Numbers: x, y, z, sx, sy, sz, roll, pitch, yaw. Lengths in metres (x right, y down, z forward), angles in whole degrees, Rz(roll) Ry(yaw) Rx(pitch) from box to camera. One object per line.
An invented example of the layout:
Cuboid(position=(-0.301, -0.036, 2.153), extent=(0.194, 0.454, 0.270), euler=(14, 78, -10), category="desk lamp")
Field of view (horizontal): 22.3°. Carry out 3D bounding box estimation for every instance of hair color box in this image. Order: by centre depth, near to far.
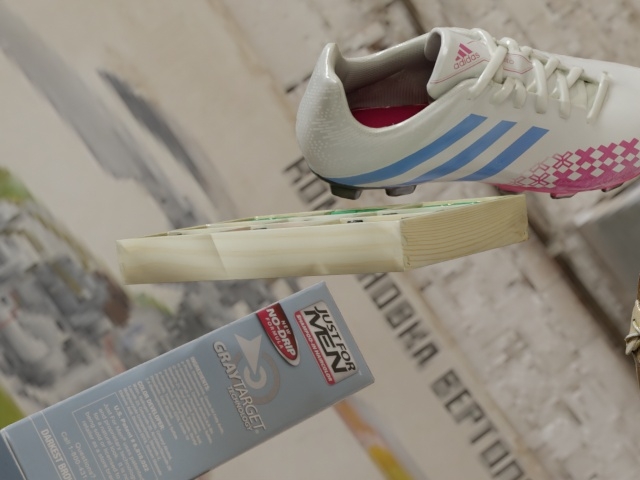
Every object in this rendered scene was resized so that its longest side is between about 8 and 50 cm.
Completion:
Cuboid(position=(-0.150, 0.172, 1.463), extent=(0.185, 0.374, 0.113), euler=(-32, -96, 49), category="hair color box")

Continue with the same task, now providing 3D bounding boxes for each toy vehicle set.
Cuboid(position=(0.000, 0.000, 1.220), extent=(0.267, 0.166, 0.035), euler=(-4, -85, 37), category="toy vehicle set")

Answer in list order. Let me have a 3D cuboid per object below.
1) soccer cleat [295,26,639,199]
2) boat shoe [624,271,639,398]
Cuboid(position=(0.146, -0.108, 1.290), extent=(0.143, 0.331, 0.116), euler=(93, -12, -51), category="soccer cleat")
Cuboid(position=(0.409, 0.115, 1.882), extent=(0.109, 0.098, 0.302), euler=(28, -35, 39), category="boat shoe")
